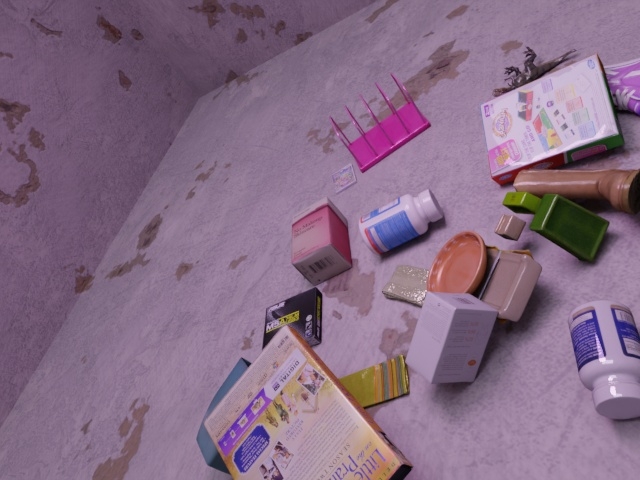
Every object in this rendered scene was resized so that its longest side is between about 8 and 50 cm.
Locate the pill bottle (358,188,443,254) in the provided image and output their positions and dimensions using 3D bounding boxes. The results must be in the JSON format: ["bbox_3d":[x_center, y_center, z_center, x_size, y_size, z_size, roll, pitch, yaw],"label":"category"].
[{"bbox_3d":[0.231,-0.056,1.502,0.221,0.124,0.124,-27,37,22],"label":"pill bottle"}]

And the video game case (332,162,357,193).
[{"bbox_3d":[0.087,-0.228,1.930,0.087,0.011,0.122,-31,36,17],"label":"video game case"}]

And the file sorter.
[{"bbox_3d":[0.201,-0.433,1.887,0.290,0.182,0.202,-34,35,13],"label":"file sorter"}]

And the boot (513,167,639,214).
[{"bbox_3d":[0.568,-0.116,1.176,0.269,0.089,0.236,7,12,38],"label":"boot"}]

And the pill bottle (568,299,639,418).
[{"bbox_3d":[0.517,0.212,0.938,0.111,0.112,0.187,-19,40,30],"label":"pill bottle"}]

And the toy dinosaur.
[{"bbox_3d":[0.654,-0.541,1.664,0.268,0.064,0.118,-33,50,13],"label":"toy dinosaur"}]

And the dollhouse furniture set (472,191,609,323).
[{"bbox_3d":[0.471,0.055,1.197,0.302,0.151,0.197,-64,15,-2],"label":"dollhouse furniture set"}]

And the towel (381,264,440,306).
[{"bbox_3d":[0.239,0.115,1.394,0.148,0.027,0.110,11,59,50],"label":"towel"}]

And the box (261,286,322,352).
[{"bbox_3d":[-0.083,0.247,1.555,0.190,0.045,0.184,-25,40,23],"label":"box"}]

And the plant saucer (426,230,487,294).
[{"bbox_3d":[0.331,0.073,1.262,0.200,0.037,0.200,-53,20,30],"label":"plant saucer"}]

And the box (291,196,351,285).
[{"bbox_3d":[0.000,0.000,1.667,0.148,0.127,0.233,-28,37,20],"label":"box"}]

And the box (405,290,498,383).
[{"bbox_3d":[0.275,0.204,1.110,0.091,0.130,0.171,34,112,55],"label":"box"}]

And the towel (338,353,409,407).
[{"bbox_3d":[0.103,0.356,1.272,0.237,0.021,0.102,-26,37,23],"label":"towel"}]

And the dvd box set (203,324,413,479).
[{"bbox_3d":[-0.049,0.419,1.090,0.308,0.062,0.420,-51,47,2],"label":"dvd box set"}]

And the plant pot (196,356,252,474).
[{"bbox_3d":[-0.191,0.462,1.335,0.234,0.165,0.165,-51,35,-4],"label":"plant pot"}]

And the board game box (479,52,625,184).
[{"bbox_3d":[0.591,-0.310,1.379,0.316,0.064,0.243,-18,63,37],"label":"board game box"}]

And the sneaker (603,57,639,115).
[{"bbox_3d":[0.755,-0.372,1.348,0.281,0.102,0.161,-17,45,32],"label":"sneaker"}]
